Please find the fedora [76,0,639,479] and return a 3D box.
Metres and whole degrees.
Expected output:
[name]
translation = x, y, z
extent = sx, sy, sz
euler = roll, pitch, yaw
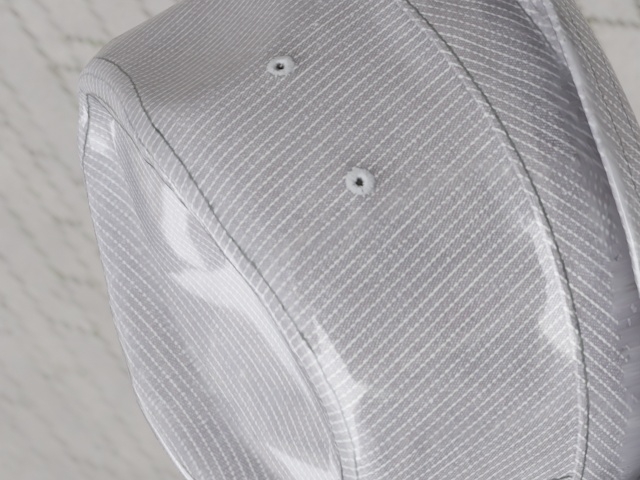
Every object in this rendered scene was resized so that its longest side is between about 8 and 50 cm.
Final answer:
[fedora]
translation = 0.000, 0.000, 0.611
extent = 0.275, 0.124, 0.243
euler = 62, 155, 27
